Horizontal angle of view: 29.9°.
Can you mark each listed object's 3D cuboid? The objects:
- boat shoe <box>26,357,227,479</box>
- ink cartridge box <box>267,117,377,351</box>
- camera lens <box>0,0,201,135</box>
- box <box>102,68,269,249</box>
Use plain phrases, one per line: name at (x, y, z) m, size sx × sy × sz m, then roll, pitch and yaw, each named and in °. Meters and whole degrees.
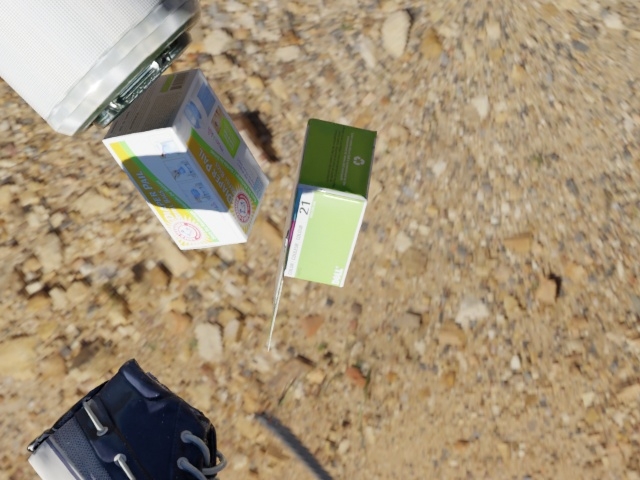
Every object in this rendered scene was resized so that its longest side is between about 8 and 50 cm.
boat shoe at (-0.142, 0.261, 1.198) m, size 0.340 × 0.127 × 0.158 m, roll 40°, pitch 82°, yaw 27°
ink cartridge box at (0.000, 0.000, 1.558) m, size 0.097 × 0.255 × 0.189 m, roll 11°, pitch 141°, yaw -3°
camera lens at (-0.284, -0.269, 1.309) m, size 0.219 × 0.219 × 0.274 m, roll -42°, pitch 100°, yaw 15°
box at (-0.163, -0.097, 1.505) m, size 0.103 × 0.114 × 0.203 m, roll -7°, pitch 135°, yaw 27°
